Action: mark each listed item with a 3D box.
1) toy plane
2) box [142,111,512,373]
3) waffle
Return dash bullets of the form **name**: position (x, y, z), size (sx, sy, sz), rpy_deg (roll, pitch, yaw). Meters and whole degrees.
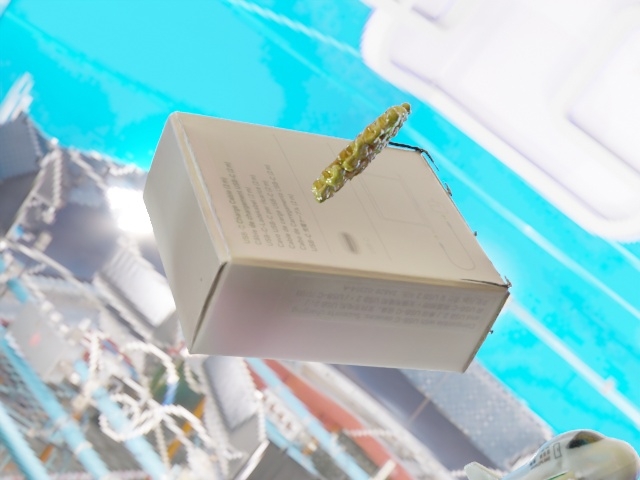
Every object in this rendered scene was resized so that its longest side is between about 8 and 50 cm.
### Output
- **toy plane**: position (0.215, 0.223, 1.081), size (0.080, 0.174, 0.174), rpy_deg (68, -161, 8)
- **box**: position (0.000, 0.000, 0.957), size (0.252, 0.106, 0.203), rpy_deg (7, -145, -27)
- **waffle**: position (0.028, -0.057, 0.732), size (0.016, 0.078, 0.085), rpy_deg (46, -156, 1)
